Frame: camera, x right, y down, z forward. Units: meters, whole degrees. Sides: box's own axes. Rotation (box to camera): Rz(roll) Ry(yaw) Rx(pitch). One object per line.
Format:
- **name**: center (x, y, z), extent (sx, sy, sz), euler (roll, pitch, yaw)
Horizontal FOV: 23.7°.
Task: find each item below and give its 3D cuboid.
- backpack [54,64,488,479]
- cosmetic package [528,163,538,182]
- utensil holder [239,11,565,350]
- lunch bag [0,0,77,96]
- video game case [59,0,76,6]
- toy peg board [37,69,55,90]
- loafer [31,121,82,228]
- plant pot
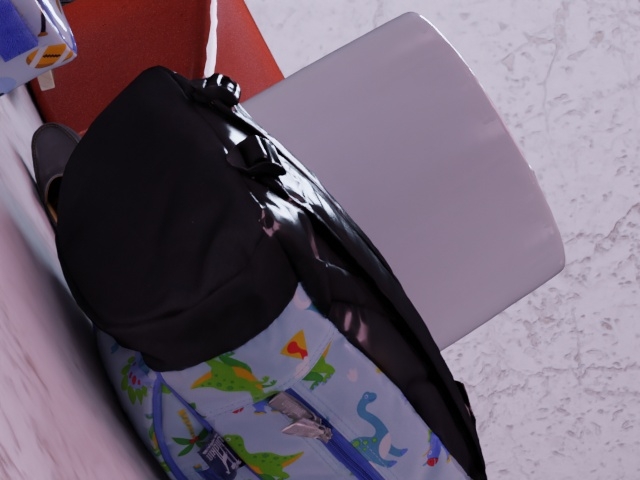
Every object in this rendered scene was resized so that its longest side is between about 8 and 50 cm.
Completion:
- **backpack**: center (-0.028, 0.089, 1.097), extent (0.355, 0.273, 0.290), euler (34, 11, -35)
- **cosmetic package**: center (0.029, 0.007, 1.852), extent (0.230, 0.453, 0.161), euler (57, -4, 41)
- **utensil holder**: center (0.000, 0.000, 1.496), extent (0.327, 0.385, 0.327), euler (60, -1, 2)
- **lunch bag**: center (-0.288, -0.248, 1.090), extent (0.243, 0.115, 0.303), euler (61, -2, 31)
- **video game case**: center (-0.280, -0.238, 1.977), extent (0.275, 0.035, 0.248), euler (7, -42, 41)
- **toy peg board**: center (-0.332, -0.234, 1.552), extent (0.161, 0.079, 0.161), euler (-126, -159, -73)
- **loafer**: center (-0.203, -0.041, 1.259), extent (0.170, 0.062, 0.061), euler (56, 1, 33)
- **plant pot**: center (-0.184, -0.142, 1.787), extent (0.236, 0.267, 0.267), euler (-100, 164, -55)
